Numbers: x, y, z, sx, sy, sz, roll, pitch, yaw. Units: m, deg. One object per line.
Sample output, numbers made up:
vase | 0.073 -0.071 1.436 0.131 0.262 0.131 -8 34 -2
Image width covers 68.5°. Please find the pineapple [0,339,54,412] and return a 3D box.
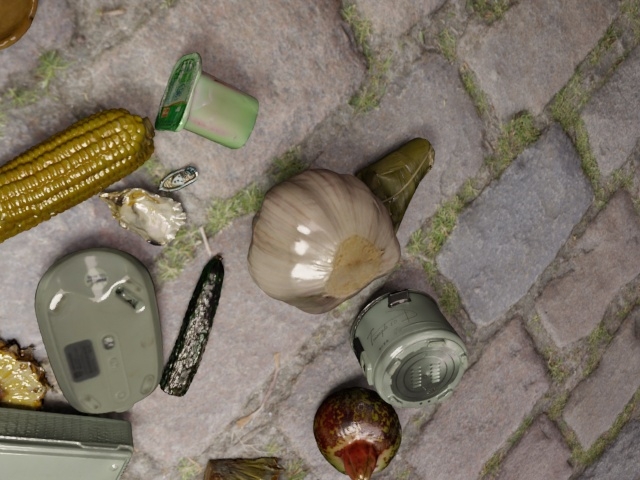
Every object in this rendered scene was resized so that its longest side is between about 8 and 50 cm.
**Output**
pineapple | -0.589 0.261 0.816 0.222 0.047 0.220 -5 101 -25

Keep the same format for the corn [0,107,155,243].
corn | -0.443 -0.109 0.785 0.363 0.120 0.120 -33 112 -17

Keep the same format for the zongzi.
zongzi | 0.213 -0.126 1.129 0.205 0.094 0.204 -34 116 -18

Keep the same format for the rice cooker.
rice cooker | 0.203 0.249 1.117 0.242 0.227 0.280 -16 121 -6

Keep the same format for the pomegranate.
pomegranate | 0.085 0.464 1.087 0.215 0.248 0.214 1 110 3

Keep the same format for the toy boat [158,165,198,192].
toy boat | -0.276 -0.116 0.913 0.083 0.038 0.038 -32 112 -20

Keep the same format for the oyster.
oyster | -0.329 -0.043 0.893 0.146 0.045 0.121 -15 103 -31

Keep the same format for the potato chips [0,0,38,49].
potato chips | -0.542 -0.390 0.713 0.196 0.062 0.207 -24 108 -27

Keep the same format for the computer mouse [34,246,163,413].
computer mouse | -0.401 0.169 0.871 0.198 0.095 0.330 -9 112 -24

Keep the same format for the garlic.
garlic | 0.000 0.000 0.960 0.318 0.259 0.317 -24 137 -25

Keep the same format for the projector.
projector | -0.492 0.413 0.836 0.257 0.099 0.191 21 104 -33

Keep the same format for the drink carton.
drink carton | -0.203 -0.247 0.874 0.143 0.146 0.143 17 92 -37

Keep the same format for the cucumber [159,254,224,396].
cucumber | -0.252 0.171 0.962 0.068 0.068 0.293 20 89 -28

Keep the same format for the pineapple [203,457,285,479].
pineapple | -0.172 0.555 1.029 0.236 0.186 0.114 28 80 -72
